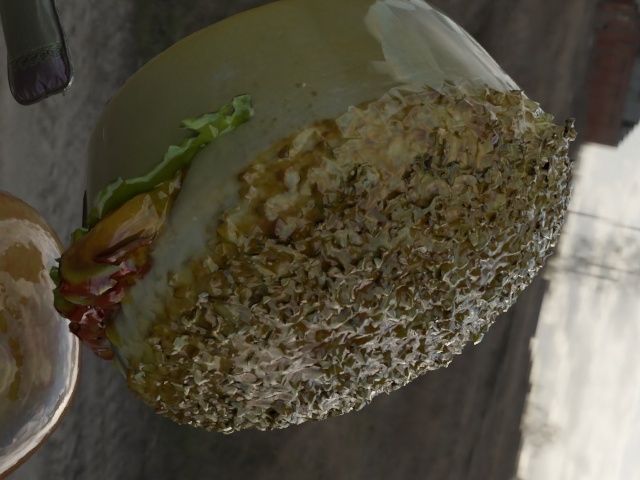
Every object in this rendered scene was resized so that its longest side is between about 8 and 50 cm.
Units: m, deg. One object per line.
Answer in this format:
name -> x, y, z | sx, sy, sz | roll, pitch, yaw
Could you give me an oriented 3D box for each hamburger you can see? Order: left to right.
hamburger -> 0.000, 0.000, 0.646 | 0.276, 0.294, 0.179 | 88, -18, -62

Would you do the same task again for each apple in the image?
apple -> -0.446, 0.112, 1.257 | 0.346, 0.391, 0.391 | -162, -97, -69

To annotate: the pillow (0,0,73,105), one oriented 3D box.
pillow -> -0.338, -0.275, 1.328 | 0.038, 0.131, 0.232 | -13, 94, -44
